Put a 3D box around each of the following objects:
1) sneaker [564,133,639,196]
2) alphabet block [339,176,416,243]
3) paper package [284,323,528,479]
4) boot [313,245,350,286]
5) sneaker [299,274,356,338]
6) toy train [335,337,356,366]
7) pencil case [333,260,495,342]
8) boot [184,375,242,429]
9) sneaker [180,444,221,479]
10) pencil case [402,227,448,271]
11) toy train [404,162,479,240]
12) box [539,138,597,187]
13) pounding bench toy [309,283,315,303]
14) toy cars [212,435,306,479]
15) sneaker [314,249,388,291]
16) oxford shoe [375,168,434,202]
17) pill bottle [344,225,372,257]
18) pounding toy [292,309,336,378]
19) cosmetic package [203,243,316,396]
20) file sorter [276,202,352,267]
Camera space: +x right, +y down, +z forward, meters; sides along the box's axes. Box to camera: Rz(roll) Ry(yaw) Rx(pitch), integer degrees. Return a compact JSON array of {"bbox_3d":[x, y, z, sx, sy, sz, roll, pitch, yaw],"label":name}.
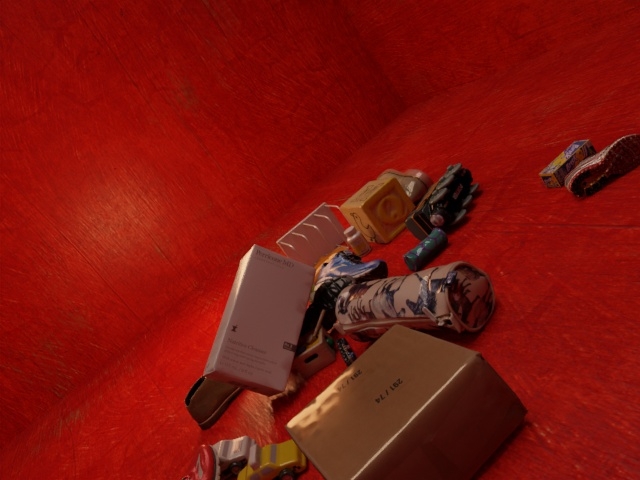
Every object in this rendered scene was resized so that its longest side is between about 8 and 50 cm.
[{"bbox_3d":[0.746,-0.207,1.407,0.225,0.088,0.092,-33,14,11],"label":"sneaker"},{"bbox_3d":[0.230,-0.117,2.087,0.193,0.192,0.197,-43,15,-16],"label":"alphabet block"},{"bbox_3d":[0.140,0.333,0.977,0.325,0.168,0.309,-41,14,-14],"label":"paper package"},{"bbox_3d":[0.037,0.119,2.005,0.211,0.104,0.295,-43,11,-5],"label":"boot"},{"bbox_3d":[0.016,0.213,1.659,0.267,0.106,0.101,-46,57,7],"label":"sneaker"},{"bbox_3d":[0.072,0.307,1.477,0.036,0.027,0.158,-26,14,-3],"label":"toy train"},{"bbox_3d":[0.214,0.164,1.331,0.184,0.159,0.410,-30,8,-41],"label":"pencil case"},{"bbox_3d":[-0.315,0.453,1.728,0.112,0.115,0.305,-24,18,44],"label":"boot"},{"bbox_3d":[-0.323,0.593,1.203,0.107,0.118,0.278,-14,44,49],"label":"sneaker"},{"bbox_3d":[0.328,0.027,1.670,0.152,0.064,0.070,-39,40,-11],"label":"pencil case"},{"bbox_3d":[0.420,-0.136,1.842,0.190,0.142,0.334,-35,12,45],"label":"toy train"},{"bbox_3d":[0.728,-0.226,1.567,0.169,0.054,0.059,-39,16,-13],"label":"box"},{"bbox_3d":[-0.021,0.207,1.938,0.052,0.083,0.065,-35,-17,-5],"label":"pounding bench toy"},{"bbox_3d":[-0.193,0.530,1.272,0.394,0.087,0.176,-20,22,47],"label":"toy cars"},{"bbox_3d":[0.094,0.094,1.770,0.330,0.130,0.147,-16,64,51],"label":"sneaker"},{"bbox_3d":[0.317,-0.217,2.299,0.146,0.140,0.397,-48,15,-14],"label":"oxford shoe"},{"bbox_3d":[0.142,0.003,2.054,0.065,0.116,0.065,-33,15,10],"label":"pill bottle"},{"bbox_3d":[-0.017,0.299,1.549,0.141,0.100,0.130,-34,16,10],"label":"pounding toy"},{"bbox_3d":[-0.171,0.232,1.547,0.156,0.217,0.384,138,149,-60],"label":"cosmetic package"},{"bbox_3d":[0.000,0.000,2.242,0.278,0.192,0.173,-41,18,-15],"label":"file sorter"}]
